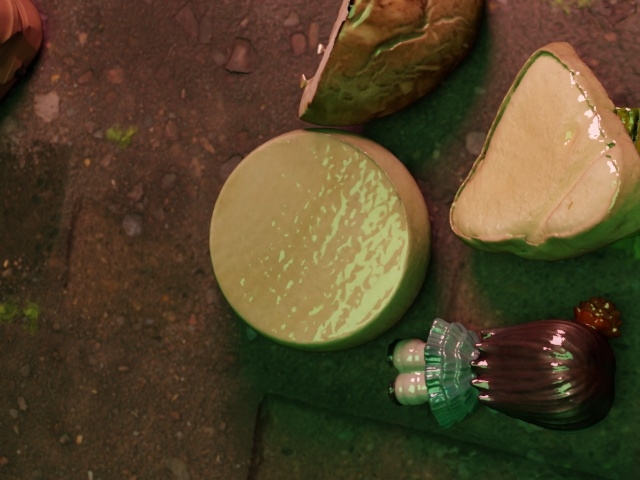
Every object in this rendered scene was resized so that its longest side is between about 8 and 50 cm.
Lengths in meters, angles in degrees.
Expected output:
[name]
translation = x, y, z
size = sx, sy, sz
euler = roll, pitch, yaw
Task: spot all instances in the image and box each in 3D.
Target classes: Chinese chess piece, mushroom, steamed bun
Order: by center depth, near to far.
[steamed bun]
translation = 0.252, -0.058, 1.112
size = 0.231, 0.110, 0.212
euler = -63, 37, 19
[mushroom]
translation = 0.091, -0.236, 1.189
size = 0.151, 0.156, 0.285
euler = 24, 93, -9
[Chinese chess piece]
translation = 0.000, 0.000, 1.225
size = 0.250, 0.101, 0.250
euler = 0, 89, 21

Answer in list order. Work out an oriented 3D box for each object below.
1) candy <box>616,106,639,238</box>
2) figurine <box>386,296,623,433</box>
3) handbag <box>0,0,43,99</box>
[candy]
translation = 0.392, -0.064, 1.092
size = 0.246, 0.069, 0.149
euler = 6, 89, 33
[figurine]
translation = 0.189, 0.129, 1.153
size = 0.246, 0.110, 0.137
euler = -3, 85, 29
[handbag]
translation = -0.531, -0.254, 1.408
size = 0.283, 0.149, 0.302
euler = 46, 106, 13
